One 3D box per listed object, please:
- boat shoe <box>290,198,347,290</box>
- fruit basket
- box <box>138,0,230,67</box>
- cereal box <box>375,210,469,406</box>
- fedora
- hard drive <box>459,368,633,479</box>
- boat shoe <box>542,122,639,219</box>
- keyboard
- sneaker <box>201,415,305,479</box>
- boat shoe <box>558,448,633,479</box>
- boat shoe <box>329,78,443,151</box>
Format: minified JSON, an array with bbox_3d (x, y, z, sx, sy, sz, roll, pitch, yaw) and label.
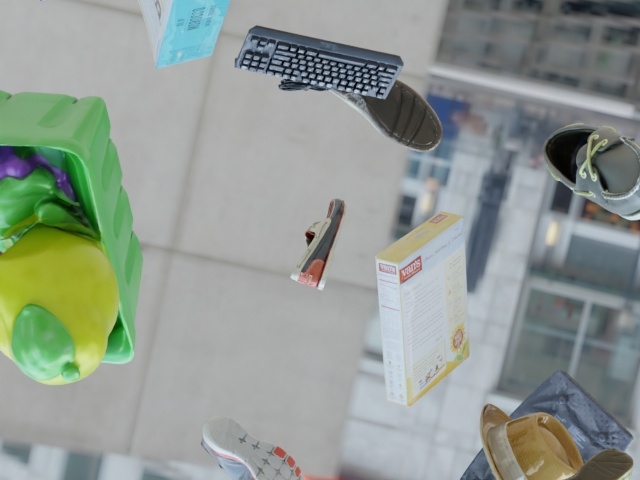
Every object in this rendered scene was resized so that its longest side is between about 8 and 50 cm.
[{"bbox_3d":[0.000,0.000,2.043,0.043,0.137,0.049,17,144,1],"label":"boat shoe"},{"bbox_3d":[-0.364,0.034,2.115,0.283,0.392,0.392,5,-176,16],"label":"fruit basket"},{"bbox_3d":[-0.127,-0.247,1.555,0.060,0.100,0.244,-14,171,-13],"label":"box"},{"bbox_3d":[0.151,0.098,2.437,0.047,0.240,0.173,14,-149,35],"label":"cereal box"},{"bbox_3d":[0.280,0.279,2.138,0.079,0.194,0.194,-31,168,22],"label":"fedora"},{"bbox_3d":[0.350,0.338,2.600,0.172,0.254,0.054,43,-161,14],"label":"hard drive"},{"bbox_3d":[0.385,-0.100,2.279,0.091,0.109,0.305,20,-175,-13],"label":"boat shoe"},{"bbox_3d":[-0.006,-0.193,1.908,0.180,0.023,0.108,11,153,-12],"label":"keyboard"},{"bbox_3d":[-0.084,0.281,2.095,0.158,0.061,0.065,41,145,7],"label":"sneaker"},{"bbox_3d":[0.259,0.268,1.710,0.153,0.048,0.056,-31,-138,-30],"label":"boat shoe"},{"bbox_3d":[0.069,-0.177,2.074,0.190,0.068,0.072,38,178,-5],"label":"boat shoe"}]
